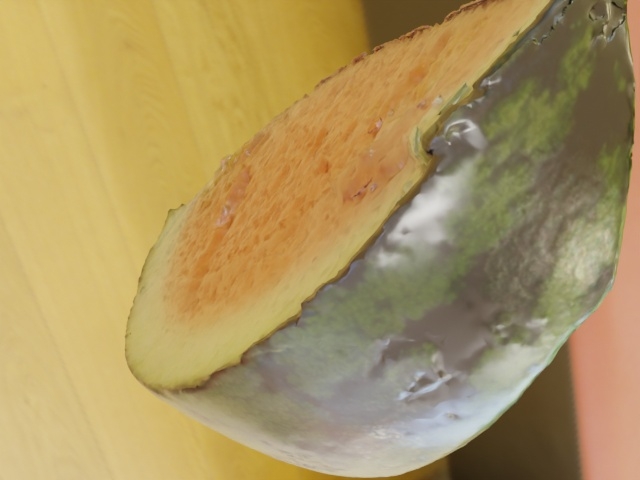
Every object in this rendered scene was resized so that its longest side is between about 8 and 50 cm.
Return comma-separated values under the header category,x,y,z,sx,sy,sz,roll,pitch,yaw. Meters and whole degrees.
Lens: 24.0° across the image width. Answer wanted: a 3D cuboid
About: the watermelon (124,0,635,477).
category,x,y,z,sx,sy,sz,roll,pitch,yaw
watermelon,0.006,0.000,0.407,0.063,0.245,0.119,21,68,-20
